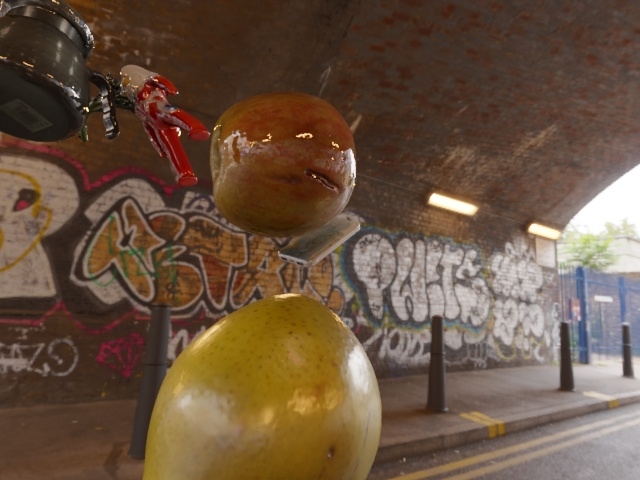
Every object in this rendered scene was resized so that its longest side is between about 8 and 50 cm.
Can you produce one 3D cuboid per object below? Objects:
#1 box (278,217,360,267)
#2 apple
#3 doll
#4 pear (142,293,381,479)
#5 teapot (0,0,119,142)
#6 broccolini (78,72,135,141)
[{"bbox_3d":[0.000,0.000,1.355,0.142,0.044,0.285,15,36,36],"label":"box"},{"bbox_3d":[-0.078,-0.129,0.716,0.264,0.264,0.264,3,-9,0],"label":"apple"},{"bbox_3d":[-0.386,-0.306,0.991,0.099,0.384,0.188,-11,-41,-41],"label":"doll"},{"bbox_3d":[-0.083,0.289,0.663,0.362,0.418,0.362,14,-42,13],"label":"pear"},{"bbox_3d":[-0.556,-0.366,0.876,0.305,0.285,0.223,18,-33,-36],"label":"teapot"},{"bbox_3d":[-0.646,-0.383,1.256,0.271,0.062,0.123,-35,-47,29],"label":"broccolini"}]
